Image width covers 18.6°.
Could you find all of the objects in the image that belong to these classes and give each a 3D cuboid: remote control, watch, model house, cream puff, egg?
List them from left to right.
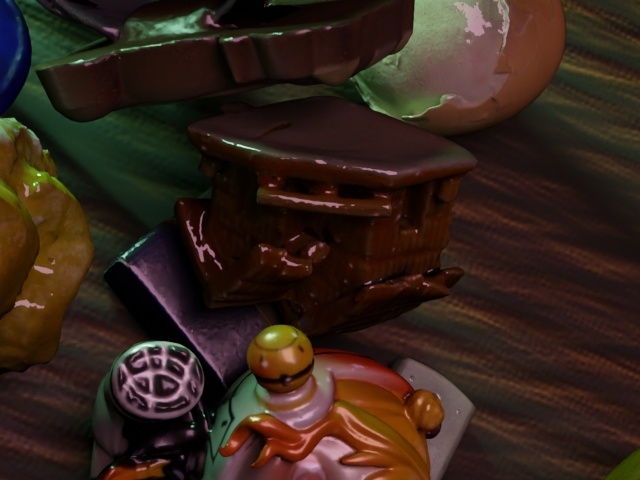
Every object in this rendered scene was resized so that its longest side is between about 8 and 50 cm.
[{"bbox_3d":[-0.358,0.061,1.582,0.378,0.378,0.275,-9,76,-28],"label":"cream puff"},{"bbox_3d":[-0.107,-0.300,1.760,0.314,0.335,0.327,-35,118,-61],"label":"watch"},{"bbox_3d":[0.000,-0.002,1.766,0.199,0.229,0.219,-22,37,-38],"label":"model house"},{"bbox_3d":[0.067,0.225,1.882,0.098,0.038,0.233,36,59,-10],"label":"remote control"},{"bbox_3d":[0.146,-0.210,1.988,0.244,0.201,0.201,-14,78,-41],"label":"egg"}]

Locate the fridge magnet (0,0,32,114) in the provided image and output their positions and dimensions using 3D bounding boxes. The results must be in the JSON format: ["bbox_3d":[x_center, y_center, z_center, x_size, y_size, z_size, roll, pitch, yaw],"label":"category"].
[{"bbox_3d":[-0.390,-0.168,1.731,0.265,0.113,0.265,6,48,-7],"label":"fridge magnet"}]

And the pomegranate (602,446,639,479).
[{"bbox_3d":[0.373,0.309,1.853,0.307,0.307,0.307,9,68,-23],"label":"pomegranate"}]

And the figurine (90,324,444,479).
[{"bbox_3d":[-0.041,0.193,1.720,0.323,0.320,0.196,9,34,-10],"label":"figurine"}]

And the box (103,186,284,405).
[{"bbox_3d":[-0.063,0.019,1.875,0.259,0.071,0.168,-40,91,-32],"label":"box"}]
